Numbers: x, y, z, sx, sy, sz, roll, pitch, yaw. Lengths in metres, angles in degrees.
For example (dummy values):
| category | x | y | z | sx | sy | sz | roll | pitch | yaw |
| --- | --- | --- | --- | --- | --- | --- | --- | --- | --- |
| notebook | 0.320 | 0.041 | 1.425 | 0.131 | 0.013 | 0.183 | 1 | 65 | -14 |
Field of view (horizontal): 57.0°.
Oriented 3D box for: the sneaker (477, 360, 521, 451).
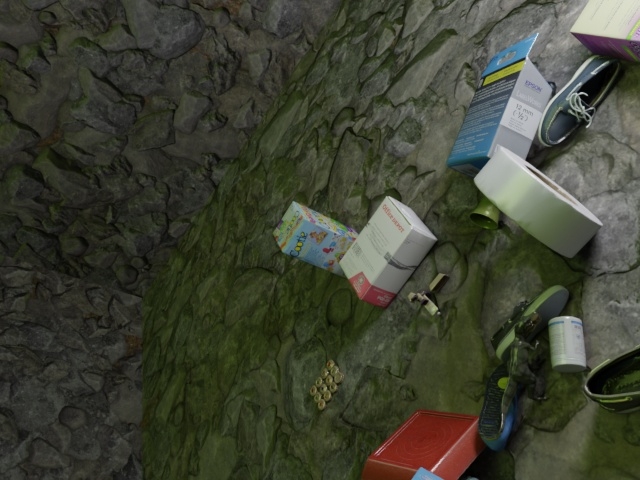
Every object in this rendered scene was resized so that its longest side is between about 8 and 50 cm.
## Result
| category | x | y | z | sx | sy | sz | roll | pitch | yaw |
| --- | --- | --- | --- | --- | --- | --- | --- | --- | --- |
| sneaker | 0.417 | 0.377 | 1.345 | 0.069 | 0.082 | 0.209 | -3 | 47 | 42 |

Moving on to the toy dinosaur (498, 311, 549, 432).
| category | x | y | z | sx | sy | sz | roll | pitch | yaw |
| --- | --- | --- | --- | --- | --- | --- | --- | --- | --- |
| toy dinosaur | 0.449 | 0.293 | 1.296 | 0.064 | 0.118 | 0.268 | -2 | 69 | 57 |

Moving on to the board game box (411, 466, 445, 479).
| category | x | y | z | sx | sy | sz | roll | pitch | yaw |
| --- | --- | --- | --- | --- | --- | --- | --- | --- | --- |
| board game box | 0.261 | 0.649 | 1.180 | 0.242 | 0.064 | 0.316 | 21 | 114 | 27 |

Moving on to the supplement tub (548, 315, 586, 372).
| category | x | y | z | sx | sy | sz | roll | pitch | yaw |
| --- | --- | --- | --- | --- | --- | --- | --- | --- | --- |
| supplement tub | 0.530 | 0.223 | 1.266 | 0.071 | 0.071 | 0.107 | -25 | 49 | 48 |

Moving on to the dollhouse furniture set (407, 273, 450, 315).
| category | x | y | z | sx | sy | sz | roll | pitch | yaw |
| --- | --- | --- | --- | --- | --- | --- | --- | --- | --- |
| dollhouse furniture set | 0.321 | 0.150 | 1.640 | 0.114 | 0.091 | 0.081 | -53 | 49 | 16 |

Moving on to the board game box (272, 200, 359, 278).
| category | x | y | z | sx | sy | sz | roll | pitch | yaw |
| --- | --- | --- | --- | --- | --- | --- | --- | --- | --- |
| board game box | 0.000 | 0.000 | 2.028 | 0.144 | 0.275 | 0.142 | -56 | 32 | 16 |

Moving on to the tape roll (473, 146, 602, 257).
| category | x | y | z | sx | sy | sz | roll | pitch | yaw |
| --- | --- | --- | --- | --- | --- | --- | --- | --- | --- |
| tape roll | 0.489 | -0.090 | 1.334 | 0.100 | 0.286 | 0.286 | -54 | 33 | 21 |

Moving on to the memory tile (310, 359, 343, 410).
| category | x | y | z | sx | sy | sz | roll | pitch | yaw |
| --- | --- | --- | --- | --- | --- | --- | --- | --- | --- |
| memory tile | 0.019 | 0.475 | 1.937 | 0.148 | 0.012 | 0.113 | -59 | 32 | 11 |

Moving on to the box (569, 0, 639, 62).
| category | x | y | z | sx | sy | sz | roll | pitch | yaw |
| --- | --- | --- | --- | --- | --- | --- | --- | --- | --- |
| box | 0.761 | -0.543 | 1.380 | 0.213 | 0.117 | 0.243 | -60 | 31 | 10 |

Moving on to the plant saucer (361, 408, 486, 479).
| category | x | y | z | sx | sy | sz | roll | pitch | yaw |
| --- | --- | --- | --- | --- | --- | --- | --- | --- | --- |
| plant saucer | 0.249 | 0.482 | 1.384 | 0.259 | 0.047 | 0.258 | -32 | 10 | -35 |

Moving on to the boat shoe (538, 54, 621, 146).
| category | x | y | z | sx | sy | sz | roll | pitch | yaw |
| --- | --- | --- | --- | --- | --- | --- | --- | --- | --- |
| boat shoe | 0.642 | -0.341 | 1.456 | 0.254 | 0.095 | 0.079 | -51 | 22 | 8 |

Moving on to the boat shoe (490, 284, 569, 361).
| category | x | y | z | sx | sy | sz | roll | pitch | yaw |
| --- | --- | --- | --- | --- | --- | --- | --- | --- | --- |
| boat shoe | 0.479 | 0.181 | 1.375 | 0.228 | 0.080 | 0.076 | -60 | 32 | 24 |

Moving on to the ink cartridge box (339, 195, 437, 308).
| category | x | y | z | sx | sy | sz | roll | pitch | yaw |
| --- | --- | --- | --- | --- | --- | --- | --- | --- | --- |
| ink cartridge box | 0.206 | 0.036 | 1.841 | 0.283 | 0.117 | 0.207 | -55 | 32 | 19 |

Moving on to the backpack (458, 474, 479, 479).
| category | x | y | z | sx | sy | sz | roll | pitch | yaw |
| --- | --- | --- | --- | --- | --- | --- | --- | --- | --- |
| backpack | 0.275 | 0.604 | 1.298 | 0.188 | 0.144 | 0.165 | -14 | 88 | 40 |

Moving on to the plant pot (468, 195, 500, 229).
| category | x | y | z | sx | sy | sz | roll | pitch | yaw |
| --- | --- | --- | --- | --- | --- | --- | --- | --- | --- |
| plant pot | 0.455 | -0.084 | 1.591 | 0.083 | 0.083 | 0.079 | 3 | 60 | 57 |

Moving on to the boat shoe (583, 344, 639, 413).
| category | x | y | z | sx | sy | sz | roll | pitch | yaw |
| --- | --- | --- | --- | --- | --- | --- | --- | --- | --- |
| boat shoe | 0.633 | 0.232 | 1.080 | 0.305 | 0.091 | 0.109 | -41 | 39 | 36 |

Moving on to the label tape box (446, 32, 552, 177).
| category | x | y | z | sx | sy | sz | roll | pitch | yaw |
| --- | --- | --- | --- | --- | --- | --- | --- | --- | --- |
| label tape box | 0.498 | -0.351 | 1.601 | 0.347 | 0.115 | 0.249 | -66 | 13 | -3 |
